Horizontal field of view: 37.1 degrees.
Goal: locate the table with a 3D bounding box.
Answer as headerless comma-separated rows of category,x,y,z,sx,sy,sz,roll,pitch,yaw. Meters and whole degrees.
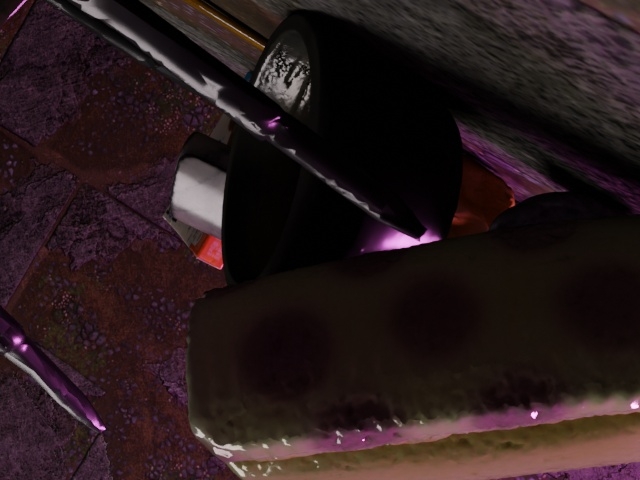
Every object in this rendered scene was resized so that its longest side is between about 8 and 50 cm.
table,-0.109,-0.057,0.522,0.249,0.317,0.317,41,176,-35

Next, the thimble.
thimble,0.199,0.034,0.781,0.150,0.150,0.098,32,-179,13

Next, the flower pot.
flower pot,0.021,-0.055,0.775,0.148,0.235,0.235,9,-170,-20

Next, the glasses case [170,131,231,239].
glasses case,0.000,0.000,0.913,0.299,0.060,0.114,25,141,7

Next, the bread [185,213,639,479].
bread,0.097,0.081,0.651,0.338,0.155,0.187,-9,148,11

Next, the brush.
brush,-0.107,-0.238,1.011,0.272,0.013,0.103,29,-177,-24

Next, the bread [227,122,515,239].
bread,0.046,-0.045,0.988,0.294,0.167,0.132,33,-137,1

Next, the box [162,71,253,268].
box,-0.125,-0.114,1.397,0.048,0.273,0.265,29,-178,-23
